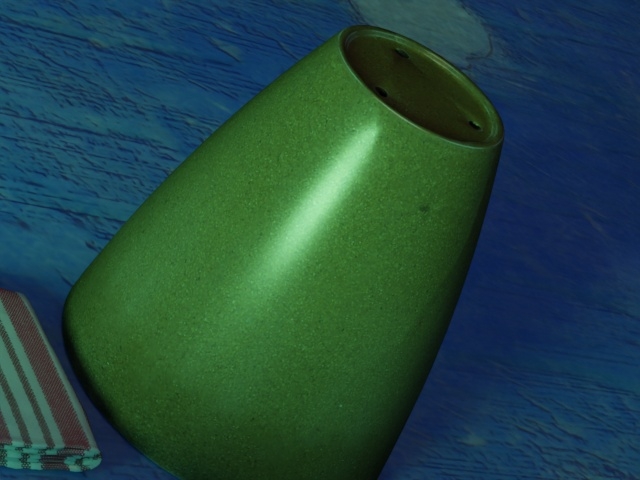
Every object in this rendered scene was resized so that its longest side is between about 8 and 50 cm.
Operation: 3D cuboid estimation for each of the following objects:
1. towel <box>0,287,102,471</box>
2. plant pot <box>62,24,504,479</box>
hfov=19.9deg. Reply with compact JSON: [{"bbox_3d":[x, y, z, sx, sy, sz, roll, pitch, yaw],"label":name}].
[{"bbox_3d":[-0.230,0.071,1.034,0.197,0.029,0.144,11,35,-40],"label":"towel"},{"bbox_3d":[0.000,0.000,1.141,0.237,0.254,0.237,26,28,-15],"label":"plant pot"}]
